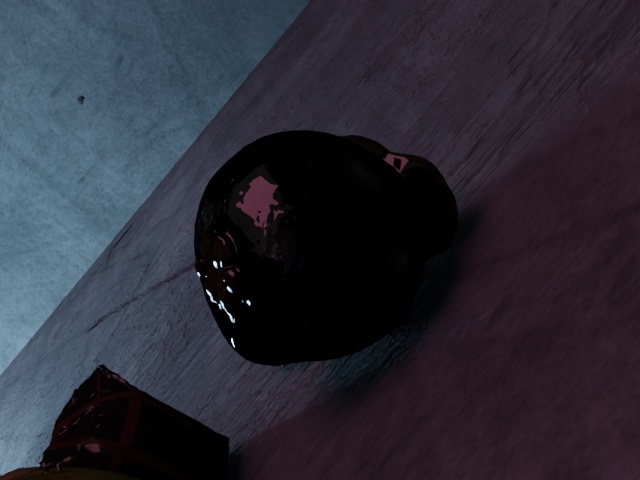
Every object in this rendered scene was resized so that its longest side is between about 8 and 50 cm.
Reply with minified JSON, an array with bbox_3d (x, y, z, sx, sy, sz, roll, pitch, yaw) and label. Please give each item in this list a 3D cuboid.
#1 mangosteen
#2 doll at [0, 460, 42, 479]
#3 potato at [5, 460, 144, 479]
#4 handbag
[{"bbox_3d":[0.000,0.000,1.102,0.243,0.243,0.243,-47,16,18],"label":"mangosteen"},{"bbox_3d":[-0.277,0.372,1.218,0.201,0.156,0.303,-38,47,17],"label":"doll"},{"bbox_3d":[-0.172,0.272,0.897,0.304,0.216,0.216,4,52,39],"label":"potato"},{"bbox_3d":[-0.184,0.231,1.138,0.155,0.169,0.215,-46,17,20],"label":"handbag"}]
